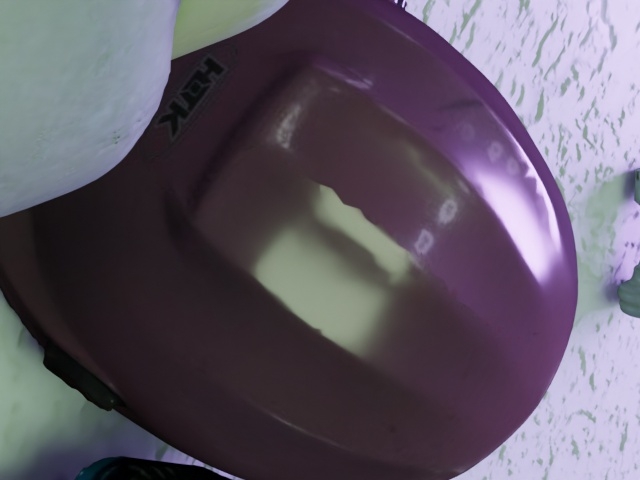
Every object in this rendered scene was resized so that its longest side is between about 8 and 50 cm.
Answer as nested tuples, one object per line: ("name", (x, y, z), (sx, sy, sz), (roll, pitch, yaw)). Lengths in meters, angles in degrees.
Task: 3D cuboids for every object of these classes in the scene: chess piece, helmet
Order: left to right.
("helmet", (0.000, 0.000, 0.809), (0.271, 0.197, 0.338), (-52, 132, -11))
("chess piece", (0.240, 0.000, 1.109), (0.067, 0.067, 0.103), (-11, 103, -38))

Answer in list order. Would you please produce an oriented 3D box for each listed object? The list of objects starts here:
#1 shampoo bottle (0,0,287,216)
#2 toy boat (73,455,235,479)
("shampoo bottle", (-0.173, -0.153, 0.516), (0.317, 0.322, 0.322), (-25, 121, -21))
("toy boat", (-0.062, 0.209, 0.903), (0.299, 0.092, 0.134), (37, 67, -47))
